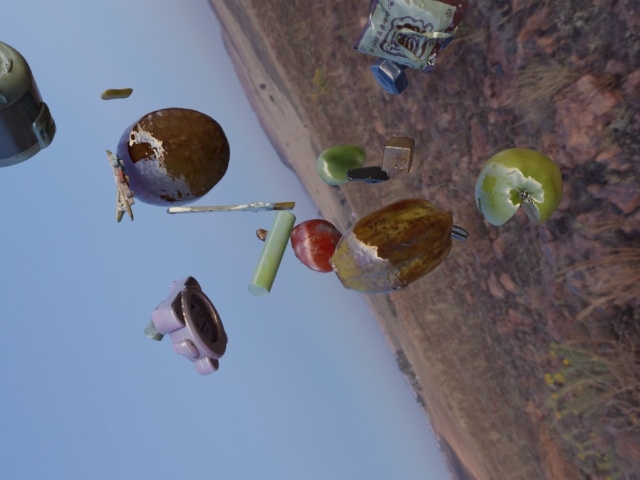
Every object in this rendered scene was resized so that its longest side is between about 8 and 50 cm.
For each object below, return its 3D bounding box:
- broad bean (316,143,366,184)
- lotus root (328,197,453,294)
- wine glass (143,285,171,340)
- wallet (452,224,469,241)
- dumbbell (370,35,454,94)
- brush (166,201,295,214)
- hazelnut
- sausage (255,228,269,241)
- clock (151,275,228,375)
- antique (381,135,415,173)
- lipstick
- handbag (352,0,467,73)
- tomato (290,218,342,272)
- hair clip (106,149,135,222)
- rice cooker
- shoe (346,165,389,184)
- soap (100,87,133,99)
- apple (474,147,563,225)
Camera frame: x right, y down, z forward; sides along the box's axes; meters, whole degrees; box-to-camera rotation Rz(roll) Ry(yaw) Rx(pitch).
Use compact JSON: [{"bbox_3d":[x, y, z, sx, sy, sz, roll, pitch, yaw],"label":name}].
[{"bbox_3d":[0.083,-0.310,1.865,0.169,0.228,0.100,33,144,5],"label":"broad bean"},{"bbox_3d":[0.162,0.025,1.088,0.193,0.290,0.193,59,166,24],"label":"lotus root"},{"bbox_3d":[-0.657,0.312,2.003,0.103,0.231,0.103,34,-179,-1],"label":"wine glass"},{"bbox_3d":[0.499,-0.069,1.975,0.245,0.052,0.168,24,-170,5],"label":"wallet"},{"bbox_3d":[0.346,-0.711,1.775,0.144,0.325,0.160,44,-179,-26],"label":"dumbbell"},{"bbox_3d":[-0.237,-0.087,1.249,0.085,0.336,0.020,155,112,-80],"label":"brush"},{"bbox_3d":[-0.545,-0.304,1.736,0.353,0.421,0.421,45,-174,-15],"label":"hazelnut"},{"bbox_3d":[-0.235,-0.009,2.265,0.183,0.062,0.054,16,156,19],"label":"sausage"},{"bbox_3d":[-0.470,0.319,1.754,0.296,0.113,0.322,-89,-27,-69],"label":"clock"},{"bbox_3d":[0.283,-0.311,1.668,0.310,0.093,0.088,-52,-32,-67],"label":"antique"},{"bbox_3d":[-0.151,0.033,1.492,0.076,0.076,0.304,61,-144,-45],"label":"lipstick"},{"bbox_3d":[0.221,-0.547,1.199,0.213,0.234,0.127,116,162,-52],"label":"handbag"},{"bbox_3d":[0.000,0.000,1.487,0.099,0.173,0.189,-56,50,44],"label":"tomato"},{"bbox_3d":[-0.506,-0.144,1.196,0.062,0.056,0.214,100,155,-69],"label":"hair clip"},{"bbox_3d":[-0.874,-0.355,1.229,0.289,0.288,0.277,63,157,22],"label":"rice cooker"},{"bbox_3d":[0.170,-0.234,1.711,0.053,0.159,0.062,103,165,-67],"label":"shoe"},{"bbox_3d":[-0.475,-0.342,1.094,0.012,0.034,0.089,50,-147,2],"label":"soap"},{"bbox_3d":[0.685,-0.174,1.623,0.292,0.291,0.254,62,-164,-9],"label":"apple"}]
